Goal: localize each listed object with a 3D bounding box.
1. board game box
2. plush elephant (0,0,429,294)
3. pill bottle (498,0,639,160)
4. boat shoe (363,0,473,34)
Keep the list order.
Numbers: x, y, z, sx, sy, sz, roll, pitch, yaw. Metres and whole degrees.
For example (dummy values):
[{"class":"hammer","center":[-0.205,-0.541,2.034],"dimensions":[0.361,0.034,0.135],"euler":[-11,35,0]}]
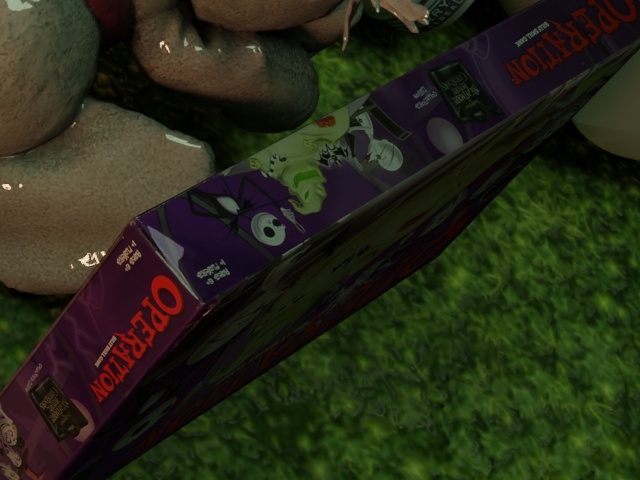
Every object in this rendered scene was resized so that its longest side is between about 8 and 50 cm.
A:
[{"class":"board game box","center":[0.000,0.000,0.847],"dimensions":[0.056,0.208,0.347],"euler":[52,45,6]},{"class":"plush elephant","center":[-0.113,-0.133,0.869],"dimensions":[0.255,0.272,0.330],"euler":[-20,28,-7]},{"class":"pill bottle","center":[0.199,-0.261,1.180],"dimensions":[0.229,0.229,0.408],"euler":[13,51,-28]},{"class":"boat shoe","center":[-0.004,-0.299,1.132],"dimensions":[0.156,0.136,0.367],"euler":[18,56,-38]}]
